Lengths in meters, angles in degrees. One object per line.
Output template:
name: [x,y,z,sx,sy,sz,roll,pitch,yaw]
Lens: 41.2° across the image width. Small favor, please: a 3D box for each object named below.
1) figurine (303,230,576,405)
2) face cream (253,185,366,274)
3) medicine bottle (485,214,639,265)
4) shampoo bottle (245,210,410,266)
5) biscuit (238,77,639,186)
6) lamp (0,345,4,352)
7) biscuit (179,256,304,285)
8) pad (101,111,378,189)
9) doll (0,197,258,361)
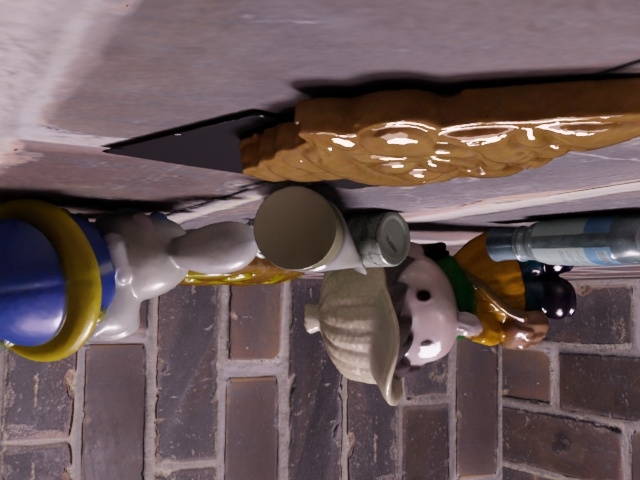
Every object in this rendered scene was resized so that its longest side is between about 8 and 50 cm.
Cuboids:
figurine: [0.149,0.076,1.094,0.332,0.185,0.204,-17,-163,-25]
face cream: [-0.008,-0.007,0.797,0.114,0.070,0.224,35,-177,8]
medicine bottle: [0.279,0.001,0.943,0.090,0.054,0.208,2,177,-40]
shampoo bottle: [0.000,0.000,0.960,0.204,0.065,0.065,-3,175,41]
biscuit: [0.058,-0.051,0.441,0.250,0.035,0.162,-6,176,38]
lamp: [-0.439,0.077,0.979,0.197,0.198,0.244,2,-175,-19]
biscuit: [-0.220,0.050,1.577,0.350,0.070,0.394,-2,175,35]
pad: [-0.003,-0.055,0.579,0.243,0.004,0.163,5,174,-44]
doll: [-0.214,0.041,0.855,0.311,0.159,0.242,-4,173,33]
